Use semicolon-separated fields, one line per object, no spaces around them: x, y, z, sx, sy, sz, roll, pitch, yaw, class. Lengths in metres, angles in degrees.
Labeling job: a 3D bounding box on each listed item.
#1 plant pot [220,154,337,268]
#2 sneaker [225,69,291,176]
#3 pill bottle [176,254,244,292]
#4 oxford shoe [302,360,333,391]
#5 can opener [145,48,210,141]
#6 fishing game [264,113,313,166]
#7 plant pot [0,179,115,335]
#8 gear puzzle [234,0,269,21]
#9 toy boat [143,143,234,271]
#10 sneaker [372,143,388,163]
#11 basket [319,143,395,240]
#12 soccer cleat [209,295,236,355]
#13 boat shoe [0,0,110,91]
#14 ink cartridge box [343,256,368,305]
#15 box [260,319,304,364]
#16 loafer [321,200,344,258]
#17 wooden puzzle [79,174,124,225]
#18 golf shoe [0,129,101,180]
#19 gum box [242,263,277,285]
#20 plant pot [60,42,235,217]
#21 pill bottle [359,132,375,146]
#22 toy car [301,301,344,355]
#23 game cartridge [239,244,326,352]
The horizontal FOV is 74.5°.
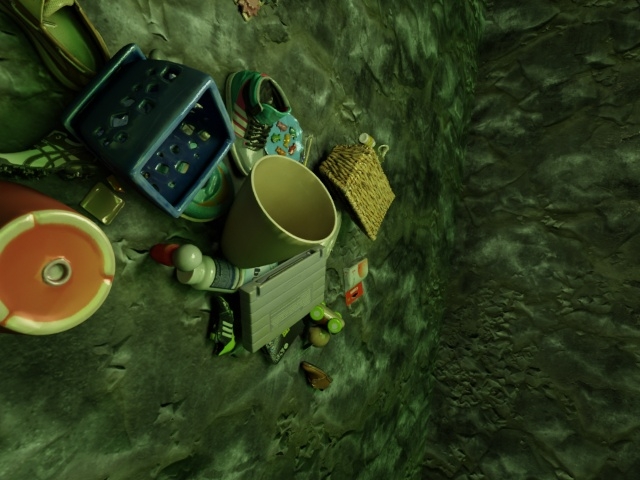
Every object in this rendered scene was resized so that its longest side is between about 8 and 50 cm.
-0.140;-0.039;1.109;0.257;0.274;0.256;26;45;-29;plant pot
-0.163;-0.323;1.166;0.124;0.179;0.295;-20;110;-47;sneaker
-0.295;0.090;1.131;0.169;0.094;0.094;18;81;-55;pill bottle
-0.018;0.528;1.620;0.076;0.076;0.212;-54;136;-19;oxford shoe
-0.329;-0.352;1.050;0.283;0.076;0.095;50;24;-45;can opener
-0.112;-0.325;1.367;0.264;0.041;0.189;29;73;-50;fishing game
-0.499;0.037;0.706;0.275;0.243;0.274;-14;107;-54;plant pot
-0.231;-0.785;1.115;0.339;0.044;0.175;55;52;-43;gear puzzle
-0.315;-0.083;1.027;0.267;0.148;0.318;25;75;-54;toy boat
0.230;-0.350;1.804;0.192;0.086;0.064;-60;139;-29;sneaker
0.108;-0.176;1.554;0.223;0.214;0.299;-62;140;-23;basket
-0.286;0.247;1.204;0.072;0.060;0.178;-29;121;-48;soccer cleat
-0.489;-0.425;0.747;0.122;0.120;0.324;-60;139;-30;boat shoe
0.158;0.180;1.833;0.145;0.045;0.179;-29;116;-49;ink cartridge box
-0.144;0.289;1.423;0.184;0.045;0.190;-48;133;-36;box
0.000;0.000;1.530;0.319;0.112;0.111;-60;145;-17;loafer
-0.475;-0.081;0.920;0.116;0.014;0.078;-59;134;-31;wooden puzzle
-0.524;-0.162;0.796;0.198;0.077;0.093;-13;95;-60;golf shoe
-0.207;0.076;1.300;0.184;0.041;0.156;7;89;-54;gum box
-0.333;-0.217;0.828;0.236;0.212;0.236;-57;171;-14;plant pot
0.201;-0.423;1.788;0.083;0.043;0.043;13;85;-55;pill bottle
-0.017;0.331;1.541;0.188;0.149;0.155;-55;178;3;toy car
-0.109;0.173;1.325;0.355;0.068;0.230;-29;135;-46;game cartridge
